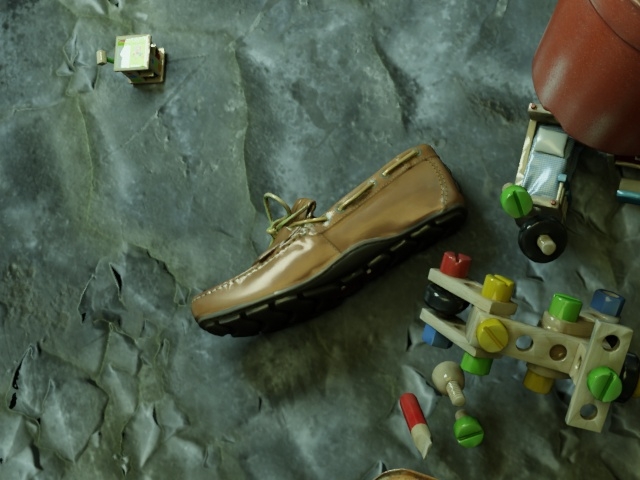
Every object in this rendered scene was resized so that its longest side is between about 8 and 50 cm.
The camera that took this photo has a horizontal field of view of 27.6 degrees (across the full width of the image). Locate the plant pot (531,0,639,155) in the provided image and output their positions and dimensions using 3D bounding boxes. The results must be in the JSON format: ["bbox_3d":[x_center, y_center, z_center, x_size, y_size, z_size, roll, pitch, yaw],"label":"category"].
[{"bbox_3d":[0.381,-0.250,1.492,0.272,0.265,0.272,7,59,-12],"label":"plant pot"}]

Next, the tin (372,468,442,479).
[{"bbox_3d":[0.141,0.351,1.611,0.190,0.040,0.106,17,77,18],"label":"tin"}]

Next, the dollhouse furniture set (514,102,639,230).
[{"bbox_3d":[0.340,-0.079,1.617,0.184,0.129,0.129,11,79,17],"label":"dollhouse furniture set"}]

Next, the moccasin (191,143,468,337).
[{"bbox_3d":[-0.001,-0.001,1.683,0.380,0.139,0.147,-32,70,5],"label":"moccasin"}]

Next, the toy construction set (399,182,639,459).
[{"bbox_3d":[0.227,0.145,1.503,0.257,0.237,0.309,39,102,-16],"label":"toy construction set"}]

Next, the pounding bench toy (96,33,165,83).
[{"bbox_3d":[-0.270,-0.256,1.857,0.083,0.065,0.052,-1,77,15],"label":"pounding bench toy"}]
